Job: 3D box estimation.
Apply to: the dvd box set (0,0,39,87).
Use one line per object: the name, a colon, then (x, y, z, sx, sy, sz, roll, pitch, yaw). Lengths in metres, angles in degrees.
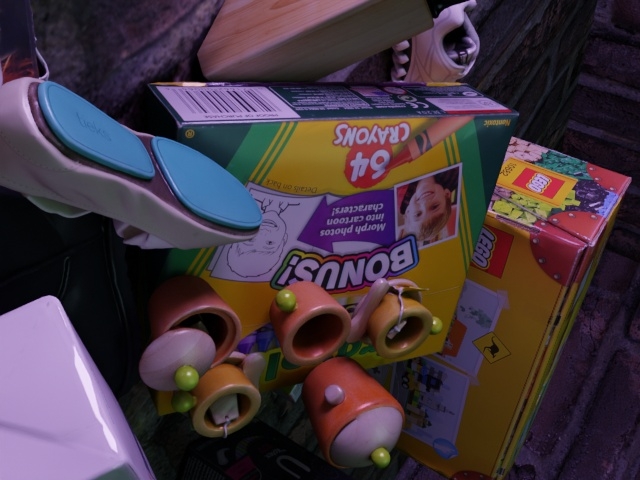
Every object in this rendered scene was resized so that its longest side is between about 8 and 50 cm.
dvd box set: (-0.303, -0.117, 0.254, 0.420, 0.062, 0.308, -37, 144, -47)

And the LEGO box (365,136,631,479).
LEGO box: (0.175, 0.090, 1.064, 0.193, 0.372, 0.501, -40, 147, -44)

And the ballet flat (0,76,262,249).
ballet flat: (-0.135, -0.037, 0.500, 0.248, 0.086, 0.086, 29, 86, -59)

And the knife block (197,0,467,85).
knife block: (0.050, -0.224, 0.658, 0.276, 0.242, 0.088, -63, 155, -4)

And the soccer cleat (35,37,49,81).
soccer cleat: (-0.204, -0.110, 0.498, 0.029, 0.035, 0.083, -44, 149, -40)

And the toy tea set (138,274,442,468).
toy tea set: (-0.018, 0.137, 0.676, 0.335, 0.124, 0.200, 7, 119, -35)

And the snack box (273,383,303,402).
snack box: (-0.041, 0.140, 0.998, 0.141, 0.100, 0.037, -55, 154, -21)

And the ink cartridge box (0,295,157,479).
ink cartridge box: (-0.227, 0.200, 0.518, 0.207, 0.119, 0.354, -25, 155, -18)

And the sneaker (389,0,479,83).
sneaker: (0.165, -0.255, 1.029, 0.110, 0.118, 0.292, -59, 157, -18)

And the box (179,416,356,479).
box: (-0.055, 0.387, 0.997, 0.165, 0.270, 0.144, -9, 121, -63)

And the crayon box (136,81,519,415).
crayon box: (0.000, 0.000, 0.747, 0.362, 0.106, 0.313, -7, 123, -28)

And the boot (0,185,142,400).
boot: (-0.234, 0.057, 0.520, 0.207, 0.094, 0.247, -36, 137, -54)
